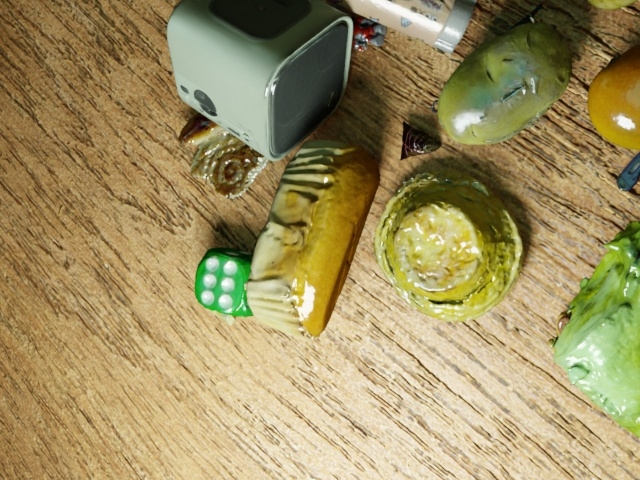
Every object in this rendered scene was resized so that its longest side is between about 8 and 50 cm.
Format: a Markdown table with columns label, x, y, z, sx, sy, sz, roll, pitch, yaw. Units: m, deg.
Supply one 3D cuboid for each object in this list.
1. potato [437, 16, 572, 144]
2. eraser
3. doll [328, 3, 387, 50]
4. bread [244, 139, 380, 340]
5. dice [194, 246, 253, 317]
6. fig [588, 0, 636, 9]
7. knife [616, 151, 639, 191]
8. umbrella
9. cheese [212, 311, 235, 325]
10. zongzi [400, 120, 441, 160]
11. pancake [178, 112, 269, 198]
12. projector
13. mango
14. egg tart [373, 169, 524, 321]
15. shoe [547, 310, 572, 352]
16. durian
| label | x | y | z | sx | sy | sz | roll | pitch | yaw |
| --- | --- | --- | --- | --- | --- | --- | --- | --- | --- |
| potato | 0.321 | -0.266 | 1.161 | 0.248 | 0.143 | 0.169 | -34 | 89 | 17 |
| eraser | 0.142 | -0.475 | 1.200 | 0.290 | 0.087 | 0.171 | 22 | 90 | -3 |
| doll | 0.042 | -0.424 | 1.324 | 0.180 | 0.079 | 0.094 | 17 | 84 | 9 |
| bread | -0.006 | 0.002 | 1.268 | 0.183 | 0.236 | 0.389 | 17 | 98 | 23 |
| dice | -0.186 | 0.088 | 1.412 | 0.131 | 0.120 | 0.128 | 16 | 97 | 21 |
| fig | 0.499 | -0.457 | 1.093 | 0.153 | 0.120 | 0.136 | -18 | 89 | 33 |
| knife | 0.553 | -0.136 | 1.138 | 0.031 | 0.018 | 0.121 | 43 | 107 | 24 |
| umbrella | 0.309 | -0.333 | 1.235 | 0.269 | 0.044 | 0.044 | -43 | 50 | 10 |
| cheese | -0.223 | 0.156 | 1.473 | 0.083 | 0.044 | 0.030 | 36 | 89 | 21 |
| zongzi | 0.179 | -0.198 | 1.281 | 0.083 | 0.067 | 0.073 | -9 | 95 | 41 |
| pancake | -0.199 | -0.225 | 1.441 | 0.212 | 0.056 | 0.257 | 45 | 108 | 16 |
| projector | -0.111 | -0.341 | 1.266 | 0.249 | 0.249 | 0.248 | 35 | 60 | 19 |
| mango | 0.566 | -0.230 | 1.067 | 0.254 | 0.139 | 0.176 | 9 | 104 | 16 |
| egg tart | 0.226 | 0.013 | 1.229 | 0.294 | 0.123 | 0.294 | 2 | 94 | 23 |
| shoe | 0.440 | 0.180 | 1.171 | 0.072 | 0.069 | 0.109 | 4 | 88 | 29 |
| durian | 0.515 | 0.157 | 1.065 | 0.256 | 0.204 | 0.340 | -43 | 96 | 11 |
